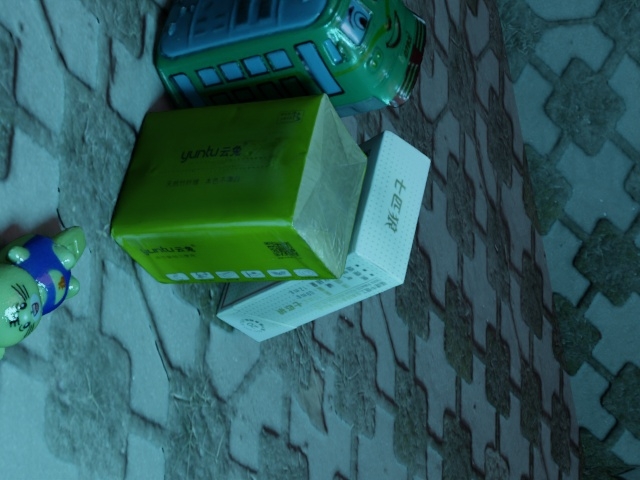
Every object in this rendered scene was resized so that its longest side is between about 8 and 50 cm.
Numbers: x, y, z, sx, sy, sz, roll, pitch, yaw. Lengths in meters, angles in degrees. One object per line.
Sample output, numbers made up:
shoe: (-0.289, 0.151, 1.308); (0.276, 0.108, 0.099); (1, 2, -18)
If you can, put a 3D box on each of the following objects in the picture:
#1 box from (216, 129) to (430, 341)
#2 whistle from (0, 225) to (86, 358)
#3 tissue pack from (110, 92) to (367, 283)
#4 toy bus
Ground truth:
box: (0.000, -0.001, 1.862); (0.095, 0.330, 0.210); (34, 54, -27)
whistle: (-0.326, 0.048, 1.465); (0.227, 0.085, 0.105); (-49, 140, -55)
tissue pack: (-0.105, -0.062, 1.709); (0.167, 0.274, 0.200); (52, 44, -49)
toy bus: (-0.052, -0.271, 1.775); (0.199, 0.343, 0.184); (48, 45, -42)
